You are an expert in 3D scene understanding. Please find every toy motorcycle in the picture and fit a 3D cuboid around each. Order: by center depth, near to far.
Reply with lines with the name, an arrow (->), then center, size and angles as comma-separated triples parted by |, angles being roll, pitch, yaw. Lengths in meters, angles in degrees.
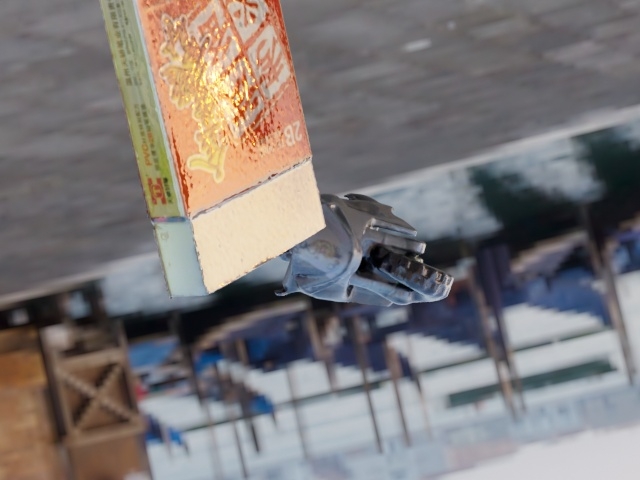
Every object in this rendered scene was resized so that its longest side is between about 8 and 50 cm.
toy motorcycle -> 0.000, 0.000, 1.730 | 0.159, 0.106, 0.270 | 13, -174, -38

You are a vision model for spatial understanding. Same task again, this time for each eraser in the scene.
eraser -> -0.071, -0.093, 1.252 | 0.038, 0.230, 0.157 | -2, -163, 34
